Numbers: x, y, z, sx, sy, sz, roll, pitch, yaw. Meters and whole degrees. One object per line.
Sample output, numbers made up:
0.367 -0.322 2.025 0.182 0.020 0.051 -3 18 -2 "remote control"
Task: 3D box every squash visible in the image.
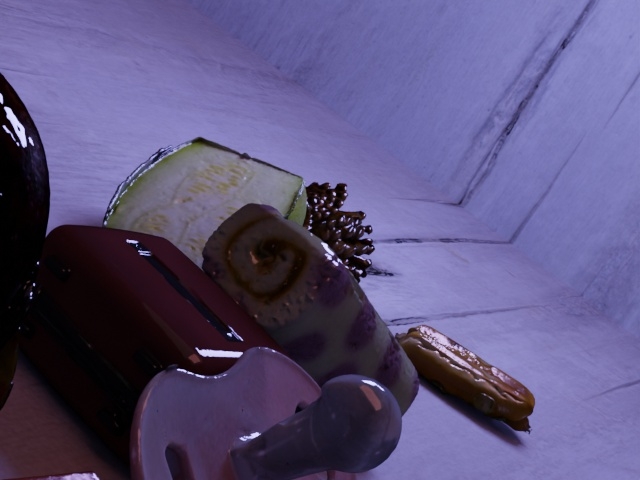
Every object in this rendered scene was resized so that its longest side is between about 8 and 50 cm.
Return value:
-0.182 -0.026 2.039 0.234 0.210 0.309 24 8 14 "squash"

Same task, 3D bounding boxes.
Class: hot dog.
0.235 0.222 2.345 0.270 0.072 0.109 34 17 10 "hot dog"

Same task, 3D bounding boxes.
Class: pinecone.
0.000 -0.002 2.400 0.195 0.150 0.179 45 60 1 "pinecone"

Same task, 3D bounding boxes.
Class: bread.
-0.010 0.115 1.855 0.187 0.155 0.338 35 -11 38 "bread"

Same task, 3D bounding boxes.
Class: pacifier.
-0.052 0.220 1.446 0.220 0.273 0.332 35 23 26 "pacifier"

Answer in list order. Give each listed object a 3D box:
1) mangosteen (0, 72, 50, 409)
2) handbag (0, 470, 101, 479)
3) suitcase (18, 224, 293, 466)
-0.422 -0.002 1.275 0.381 0.421 0.381 4 52 -5 "mangosteen"
-0.243 0.268 1.289 0.127 0.062 0.190 42 21 32 "handbag"
-0.193 0.120 1.648 0.297 0.161 0.236 40 17 30 "suitcase"
